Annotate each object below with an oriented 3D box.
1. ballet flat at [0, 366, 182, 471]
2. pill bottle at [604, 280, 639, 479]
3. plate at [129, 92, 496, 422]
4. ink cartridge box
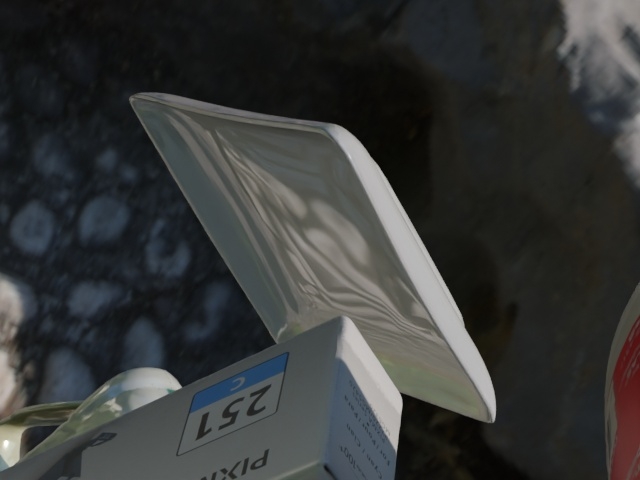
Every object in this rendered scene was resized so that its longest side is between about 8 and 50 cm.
[{"bbox_3d":[-0.211,0.191,1.141,0.139,0.400,0.139,31,44,-36],"label":"ballet flat"},{"bbox_3d":[0.216,0.133,0.599,0.229,0.229,0.408,31,21,-5],"label":"pill bottle"},{"bbox_3d":[0.000,0.000,1.332,0.045,0.277,0.278,-43,122,-22],"label":"plate"},{"bbox_3d":[-0.107,0.179,0.840,0.066,0.296,0.261,57,19,-22],"label":"ink cartridge box"}]
